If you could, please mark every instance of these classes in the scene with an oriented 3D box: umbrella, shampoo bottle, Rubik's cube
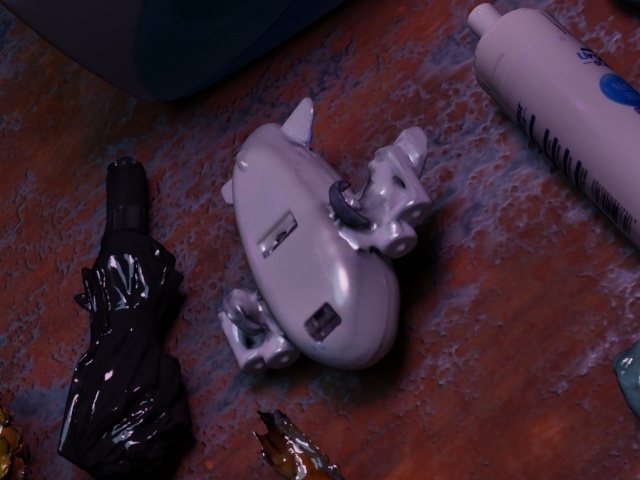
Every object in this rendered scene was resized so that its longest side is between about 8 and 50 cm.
[{"bbox_3d":[-0.179,0.065,1.422,0.118,0.118,0.340,-21,51,20],"label":"umbrella"},{"bbox_3d":[0.216,-0.104,1.270,0.092,0.092,0.303,-42,52,6],"label":"shampoo bottle"},{"bbox_3d":[-0.146,-0.376,1.426,0.352,0.347,0.352,-33,69,11],"label":"Rubik's cube"}]

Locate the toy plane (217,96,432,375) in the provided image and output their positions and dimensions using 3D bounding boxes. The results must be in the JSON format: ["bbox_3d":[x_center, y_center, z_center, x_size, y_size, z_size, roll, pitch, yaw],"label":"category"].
[{"bbox_3d":[-0.004,-0.001,1.328,0.267,0.123,0.266,-17,66,43],"label":"toy plane"}]

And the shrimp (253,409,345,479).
[{"bbox_3d":[-0.102,0.230,1.265,0.290,0.054,0.222,23,90,20],"label":"shrimp"}]

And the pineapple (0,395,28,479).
[{"bbox_3d":[-0.353,0.221,1.450,0.225,0.076,0.224,-14,62,27],"label":"pineapple"}]

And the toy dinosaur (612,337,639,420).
[{"bbox_3d":[0.259,0.289,1.044,0.331,0.129,0.383,26,95,48],"label":"toy dinosaur"}]

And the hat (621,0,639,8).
[{"bbox_3d":[0.313,-0.252,1.294,0.191,0.078,0.138,31,82,38],"label":"hat"}]
